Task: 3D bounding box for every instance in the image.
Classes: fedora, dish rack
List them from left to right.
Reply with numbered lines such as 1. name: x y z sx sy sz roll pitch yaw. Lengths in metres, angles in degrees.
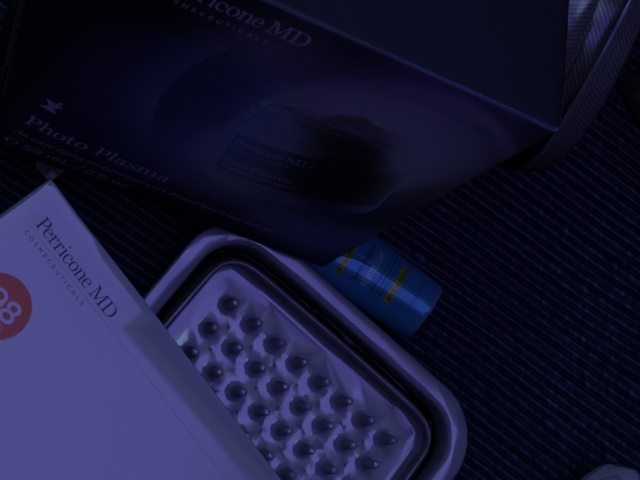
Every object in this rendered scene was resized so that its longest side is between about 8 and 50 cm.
1. dish rack: -0.076 0.184 1.206 0.285 0.072 0.333 41 76 -10
2. fedora: 0.169 -0.191 1.219 0.124 0.244 0.275 25 73 -7

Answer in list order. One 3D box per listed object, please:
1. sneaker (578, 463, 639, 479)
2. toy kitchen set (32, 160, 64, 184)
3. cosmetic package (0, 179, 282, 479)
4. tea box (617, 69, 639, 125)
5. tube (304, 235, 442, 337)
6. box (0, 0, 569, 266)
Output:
1. sneaker: 0.298 0.311 1.303 0.118 0.110 0.292 -45 100 -24
2. toy kitchen set: -0.202 -0.099 1.184 0.075 0.068 0.083 -40 98 -15
3. cosmetic package: -0.190 0.192 1.085 0.284 0.097 0.377 -40 98 -19
4. tea box: 0.467 -0.068 1.254 0.220 0.329 0.323 -35 98 -16
5. tube: 0.000 0.000 1.257 0.207 0.052 0.080 34 68 -6
6. box: -0.035 -0.143 1.069 0.296 0.294 0.183 20 61 -25
